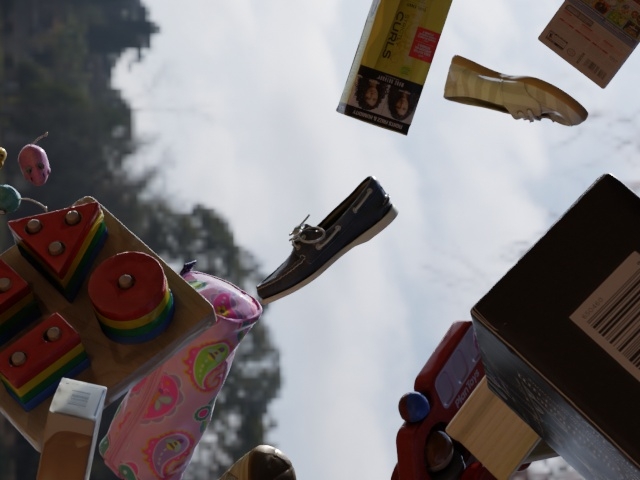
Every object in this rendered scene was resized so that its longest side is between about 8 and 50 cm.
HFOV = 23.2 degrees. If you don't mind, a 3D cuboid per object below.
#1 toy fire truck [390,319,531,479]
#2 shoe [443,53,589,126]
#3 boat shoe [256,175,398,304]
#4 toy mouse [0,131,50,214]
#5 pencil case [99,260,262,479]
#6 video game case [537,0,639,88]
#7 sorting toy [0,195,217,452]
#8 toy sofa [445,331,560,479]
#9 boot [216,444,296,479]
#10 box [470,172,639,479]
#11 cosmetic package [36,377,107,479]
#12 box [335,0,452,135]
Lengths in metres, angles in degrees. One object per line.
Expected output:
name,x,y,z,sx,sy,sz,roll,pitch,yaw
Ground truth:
toy fire truck,0.207,0.308,2.534,0.169,0.302,0.254,0,-54,39
shoe,0.245,-0.178,1.982,0.219,0.076,0.058,26,-95,41
boat shoe,0.000,0.000,2.328,0.079,0.254,0.095,56,-7,-14
toy mouse,-0.408,-0.084,2.063,0.143,0.161,0.031,41,-23,30
pencil case,-0.180,0.175,1.957,0.284,0.124,0.124,-64,-158,20
video game case,0.288,-0.227,1.571,0.122,0.087,0.011,-55,166,21
sorting toy,-0.299,0.069,1.787,0.257,0.255,0.089,39,-25,33
toy sofa,0.328,0.226,2.261,0.177,0.362,0.150,45,-67,28
boot,-0.120,0.380,1.763,0.203,0.095,0.262,-31,-134,41
box,0.346,0.146,1.710,0.293,0.212,0.395,43,-6,18
cosmetic package,-0.213,0.181,1.319,0.060,0.041,0.115,-83,-173,-64
box,0.096,-0.245,1.820,0.058,0.087,0.232,-142,-109,-77
